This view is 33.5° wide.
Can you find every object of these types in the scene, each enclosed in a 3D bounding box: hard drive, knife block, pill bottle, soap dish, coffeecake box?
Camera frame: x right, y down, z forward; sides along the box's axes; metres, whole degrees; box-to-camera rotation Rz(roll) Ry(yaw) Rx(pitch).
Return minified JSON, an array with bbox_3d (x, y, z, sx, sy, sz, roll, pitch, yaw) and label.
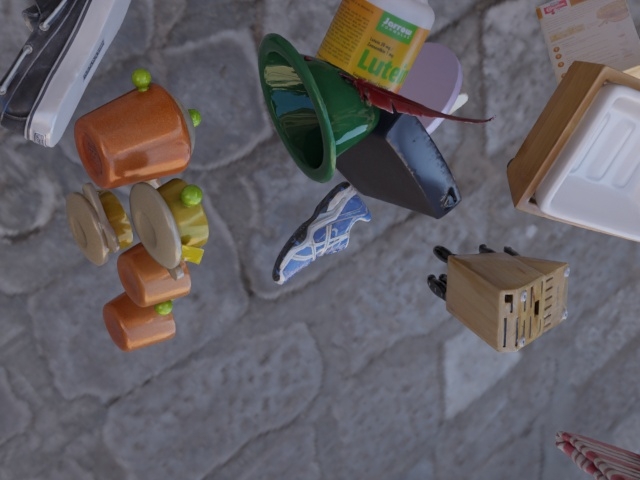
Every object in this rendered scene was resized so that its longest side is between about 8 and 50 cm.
[{"bbox_3d":[0.080,-0.113,1.404,0.054,0.172,0.254,-62,149,-13],"label":"hard drive"},{"bbox_3d":[0.224,0.071,1.544,0.276,0.242,0.088,-18,111,-55],"label":"knife block"},{"bbox_3d":[0.084,-0.307,1.571,0.136,0.136,0.245,6,117,-49],"label":"pill bottle"},{"bbox_3d":[0.422,-0.126,1.527,0.291,0.118,0.229,12,117,-36],"label":"soap dish"},{"bbox_3d":[0.453,-0.326,1.763,0.142,0.185,0.068,-19,150,19],"label":"coffeecake box"}]

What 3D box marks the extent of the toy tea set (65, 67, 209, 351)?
[{"bbox_3d":[-0.171,-0.019,1.117,0.124,0.200,0.336,-25,162,-29],"label":"toy tea set"}]

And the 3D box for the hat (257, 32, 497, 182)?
[{"bbox_3d":[0.052,-0.171,1.241,0.184,0.208,0.173,-24,171,-18],"label":"hat"}]

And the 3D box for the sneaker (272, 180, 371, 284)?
[{"bbox_3d":[0.000,0.000,1.818,0.081,0.080,0.211,42,93,-11],"label":"sneaker"}]

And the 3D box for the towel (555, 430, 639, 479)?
[{"bbox_3d":[0.287,0.215,0.872,0.144,0.197,0.029,21,95,-12],"label":"towel"}]

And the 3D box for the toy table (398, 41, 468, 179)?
[{"bbox_3d":[0.151,-0.219,1.932,0.274,0.252,0.161,-28,156,11],"label":"toy table"}]

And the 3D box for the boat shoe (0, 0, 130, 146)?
[{"bbox_3d":[-0.302,-0.258,1.264,0.108,0.102,0.301,128,-15,-74],"label":"boat shoe"}]
